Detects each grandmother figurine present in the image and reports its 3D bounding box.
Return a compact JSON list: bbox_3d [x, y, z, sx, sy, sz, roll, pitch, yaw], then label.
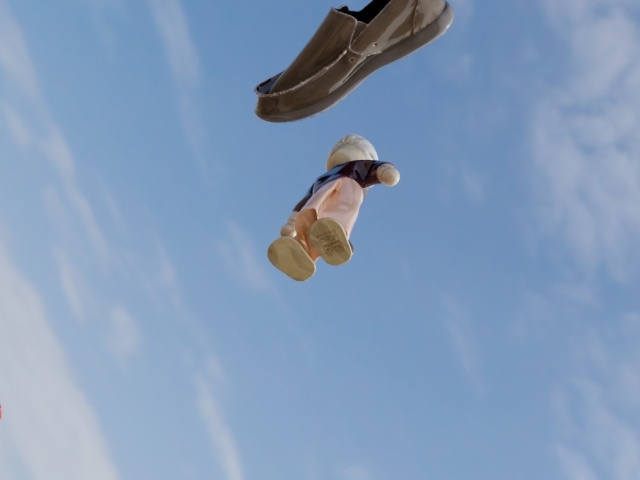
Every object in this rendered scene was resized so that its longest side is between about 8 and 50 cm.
[{"bbox_3d":[0.027,-0.068,1.933,0.342,0.207,0.104,-69,140,-61],"label":"grandmother figurine"}]

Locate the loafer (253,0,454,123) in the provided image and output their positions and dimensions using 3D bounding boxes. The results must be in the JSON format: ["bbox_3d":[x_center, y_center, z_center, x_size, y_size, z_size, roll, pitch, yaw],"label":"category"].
[{"bbox_3d":[0.035,-0.325,2.104,0.130,0.366,0.134,57,1,-26],"label":"loafer"}]

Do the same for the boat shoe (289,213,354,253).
[{"bbox_3d":[0.000,0.000,2.429,0.152,0.056,0.049,35,-52,29],"label":"boat shoe"}]

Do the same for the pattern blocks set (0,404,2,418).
[{"bbox_3d":[-0.589,0.138,2.104,0.285,0.026,0.325,-14,-92,60],"label":"pattern blocks set"}]
